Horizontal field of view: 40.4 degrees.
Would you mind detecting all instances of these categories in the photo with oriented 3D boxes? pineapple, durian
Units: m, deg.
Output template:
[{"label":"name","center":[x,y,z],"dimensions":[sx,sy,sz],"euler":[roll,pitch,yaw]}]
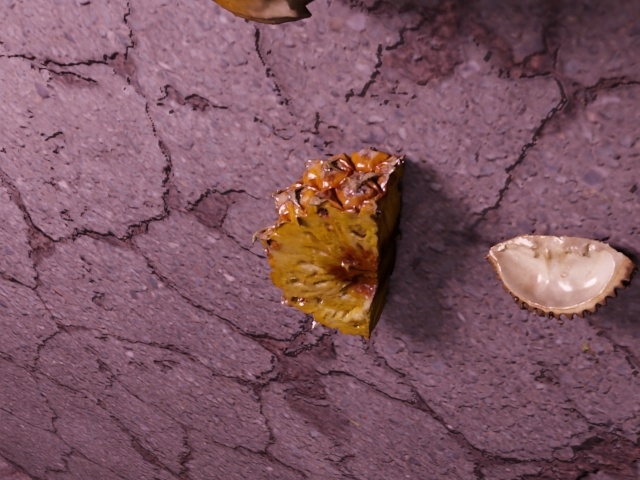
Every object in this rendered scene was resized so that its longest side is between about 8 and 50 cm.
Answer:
[{"label":"pineapple","center":[0.001,-0.001,0.808],"dimensions":[0.135,0.079,0.233],"euler":[24,141,15]},{"label":"durian","center":[0.199,0.033,0.728],"dimensions":[0.130,0.052,0.066],"euler":[3,131,33]}]

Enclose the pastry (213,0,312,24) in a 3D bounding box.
[{"label":"pastry","center":[-0.068,-0.243,0.494],"dimensions":[0.257,0.120,0.235],"euler":[60,166,-9]}]
